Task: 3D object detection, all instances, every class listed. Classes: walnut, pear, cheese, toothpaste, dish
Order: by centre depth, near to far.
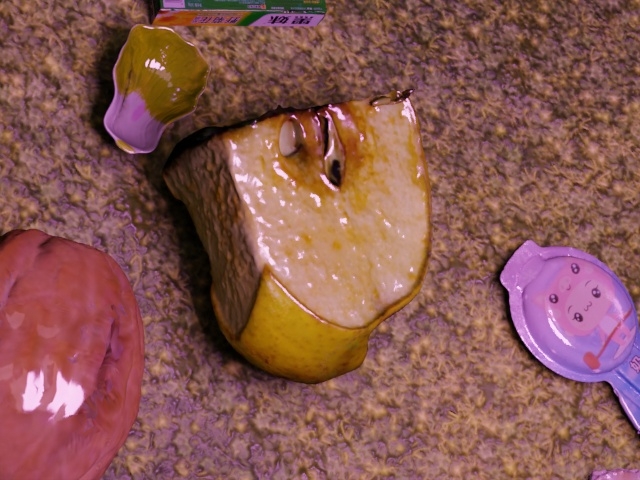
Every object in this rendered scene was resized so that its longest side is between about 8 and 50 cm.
[{"bbox_3d":[-0.262,0.110,1.662,0.225,0.225,0.261,14,64,-16],"label":"walnut"},{"bbox_3d":[0.000,0.000,1.826,0.238,0.164,0.255,-16,85,-34],"label":"pear"},{"bbox_3d":[-0.168,-0.139,1.869,0.091,0.039,0.137,31,66,-14],"label":"dish"},{"bbox_3d":[-0.083,-0.240,1.933,0.178,0.037,0.043,-2,71,-21],"label":"toothpaste"},{"bbox_3d":[0.284,0.097,1.954,0.245,0.052,0.135,42,64,-4],"label":"cheese"}]

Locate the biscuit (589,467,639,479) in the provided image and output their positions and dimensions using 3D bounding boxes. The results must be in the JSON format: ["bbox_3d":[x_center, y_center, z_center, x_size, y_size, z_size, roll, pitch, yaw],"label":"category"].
[{"bbox_3d":[0.376,0.299,1.933,0.290,0.038,0.141,3,74,-19],"label":"biscuit"}]
